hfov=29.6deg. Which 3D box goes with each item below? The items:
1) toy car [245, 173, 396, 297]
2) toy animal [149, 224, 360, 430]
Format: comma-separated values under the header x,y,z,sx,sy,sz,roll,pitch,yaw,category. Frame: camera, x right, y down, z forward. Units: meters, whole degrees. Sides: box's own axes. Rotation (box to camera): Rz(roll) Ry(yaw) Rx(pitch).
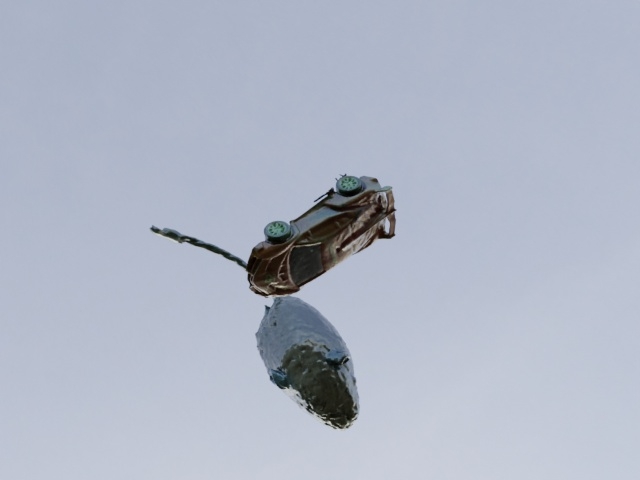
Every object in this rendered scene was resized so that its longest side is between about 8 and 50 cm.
x,y,z,sx,sy,sz,roll,pitch,yaw,category
0.000,0.000,0.856,0.122,0.035,0.059,-34,-41,-28,toy car
-0.044,0.063,1.050,0.070,0.253,0.079,-40,-27,-3,toy animal
